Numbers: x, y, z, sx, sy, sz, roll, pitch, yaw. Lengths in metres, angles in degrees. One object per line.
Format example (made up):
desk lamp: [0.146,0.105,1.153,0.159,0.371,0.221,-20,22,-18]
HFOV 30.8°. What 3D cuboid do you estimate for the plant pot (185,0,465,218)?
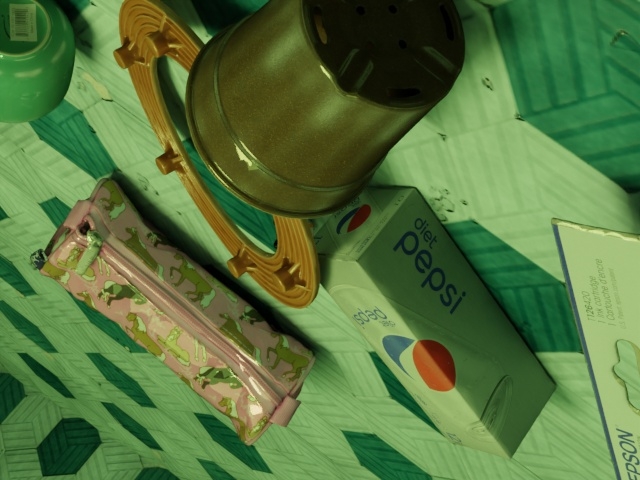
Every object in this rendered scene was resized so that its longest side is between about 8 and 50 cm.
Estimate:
plant pot: [0.009,-0.120,0.831,0.167,0.167,0.165,42,149,-8]

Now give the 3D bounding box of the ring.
ring: [-0.108,-0.075,1.103,0.336,0.032,0.336,50,160,25]

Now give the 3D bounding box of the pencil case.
pencil case: [-0.182,0.094,1.509,0.386,0.167,0.160,41,125,-5]

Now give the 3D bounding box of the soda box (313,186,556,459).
soda box: [0.108,0.081,1.116,0.091,0.098,0.286,5,140,53]

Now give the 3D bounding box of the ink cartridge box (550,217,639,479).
ink cartridge box: [0.336,0.113,0.826,0.307,0.072,0.303,20,143,43]

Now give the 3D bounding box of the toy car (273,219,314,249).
toy car: [0.000,0.000,1.199,0.122,0.040,0.060,17,128,46]

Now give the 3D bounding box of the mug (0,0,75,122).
mug: [-0.328,-0.208,1.196,0.158,0.129,0.097,40,154,0]
